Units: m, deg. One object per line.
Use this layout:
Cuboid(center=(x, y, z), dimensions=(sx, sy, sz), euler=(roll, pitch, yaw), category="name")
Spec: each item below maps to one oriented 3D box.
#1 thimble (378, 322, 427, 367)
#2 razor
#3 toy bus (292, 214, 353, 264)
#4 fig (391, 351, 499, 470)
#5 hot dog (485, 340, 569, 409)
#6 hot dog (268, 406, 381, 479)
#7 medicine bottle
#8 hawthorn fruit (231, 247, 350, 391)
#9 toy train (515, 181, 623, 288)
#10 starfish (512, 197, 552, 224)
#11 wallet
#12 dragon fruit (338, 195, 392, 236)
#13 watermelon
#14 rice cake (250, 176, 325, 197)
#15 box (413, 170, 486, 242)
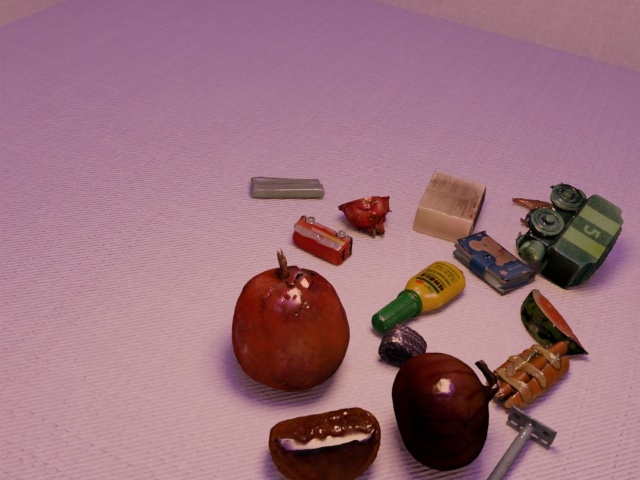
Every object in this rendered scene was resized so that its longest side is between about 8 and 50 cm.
Cuboid(center=(0.190, 0.250, 1.691), dimensions=(0.104, 0.095, 0.066), euler=(40, 48, -15), category="thimble")
Cuboid(center=(0.387, 0.449, 1.496), dimensions=(0.106, 0.068, 0.232), euler=(28, 48, 26), category="razor")
Cuboid(center=(0.000, 0.000, 1.991), dimensions=(0.174, 0.079, 0.077), euler=(25, 51, 22), category="toy bus")
Cuboid(center=(0.248, 0.339, 1.465), dimensions=(0.214, 0.235, 0.235), euler=(11, 38, -1), category="fig")
Cuboid(center=(0.486, 0.303, 1.682), dimensions=(0.269, 0.072, 0.109), euler=(-25, 50, -32), category="hot dog")
Cuboid(center=(0.008, 0.406, 1.455), dimensions=(0.227, 0.099, 0.160), euler=(-2, 39, -9), category="hot dog")
Cuboid(center=(0.244, 0.146, 1.841), dimensions=(0.111, 0.076, 0.309), euler=(33, 46, 31), category="medicine bottle")
Cuboid(center=(-0.071, 0.161, 1.599), dimensions=(0.276, 0.307, 0.276), euler=(-6, 30, 3), category="hawthorn fruit")
Cuboid(center=(0.684, -0.016, 2.020), dimensions=(0.238, 0.167, 0.299), euler=(36, 60, 18), category="toy train")
Cuboid(center=(0.694, -0.067, 2.205), dimensions=(0.247, 0.050, 0.138), euler=(12, 39, 18), category="starfish")
Cuboid(center=(0.470, 0.058, 2.000), dimensions=(0.141, 0.059, 0.202), euler=(-15, 44, -35), category="wallet")
Cuboid(center=(0.131, -0.062, 2.079), dimensions=(0.153, 0.153, 0.111), euler=(-7, 81, -17), category="dragon fruit")
Cuboid(center=(0.576, 0.204, 1.838), dimensions=(0.119, 0.063, 0.245), euler=(11, 29, -25), category="watermelon")
Cuboid(center=(-0.100, -0.161, 2.204), dimensions=(0.221, 0.042, 0.080), euler=(0, 34, -7), category="rice cake")
Cuboid(center=(0.385, -0.099, 2.155), dimensions=(0.168, 0.095, 0.212), euler=(16, 40, 14), category="box")
